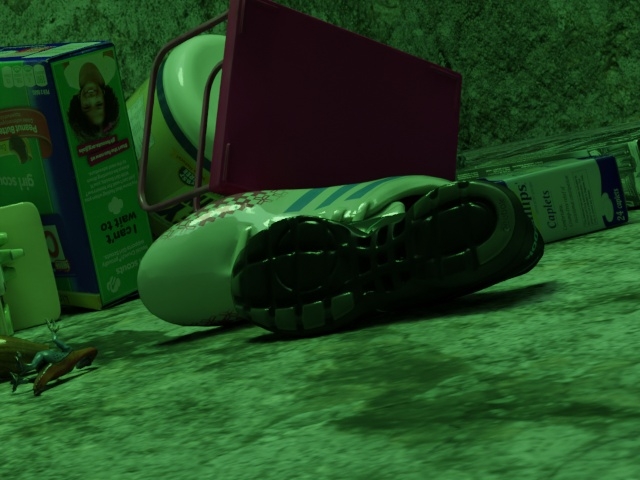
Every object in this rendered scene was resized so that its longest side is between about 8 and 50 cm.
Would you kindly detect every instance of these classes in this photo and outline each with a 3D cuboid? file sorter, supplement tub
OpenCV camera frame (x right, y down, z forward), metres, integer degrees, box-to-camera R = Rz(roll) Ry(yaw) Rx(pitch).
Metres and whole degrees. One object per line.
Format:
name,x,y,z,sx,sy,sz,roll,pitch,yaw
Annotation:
file sorter,-0.023,-0.100,1.467,0.290,0.202,0.182,15,-18,-34
supplement tub,-0.184,-0.103,1.883,0.228,0.228,0.316,-18,-18,-50

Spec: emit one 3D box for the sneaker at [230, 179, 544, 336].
sneaker,0.053,0.026,1.119,0.267,0.101,0.106,-11,-17,28

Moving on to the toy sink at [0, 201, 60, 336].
toy sink,-0.427,0.051,1.611,0.234,0.153,0.131,-12,4,-12

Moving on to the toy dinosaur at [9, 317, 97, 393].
toy dinosaur,-0.217,0.108,1.164,0.082,0.047,0.090,-5,33,-34

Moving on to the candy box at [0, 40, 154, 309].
candy box,-0.355,-0.085,1.787,0.268,0.317,0.122,4,22,42

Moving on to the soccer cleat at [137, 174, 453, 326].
soccer cleat,0.000,0.000,1.262,0.331,0.116,0.143,-14,3,-17

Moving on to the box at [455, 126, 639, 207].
box,0.338,-0.086,1.655,0.242,0.076,0.307,-16,6,-39

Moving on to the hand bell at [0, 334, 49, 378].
hand bell,-0.363,0.107,1.234,0.242,0.126,0.126,0,2,-10

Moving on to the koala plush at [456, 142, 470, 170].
koala plush,0.064,-0.085,1.848,0.196,0.203,0.221,-9,17,41

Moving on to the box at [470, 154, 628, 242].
box,0.222,-0.039,1.421,0.137,0.072,0.126,-14,4,-9
